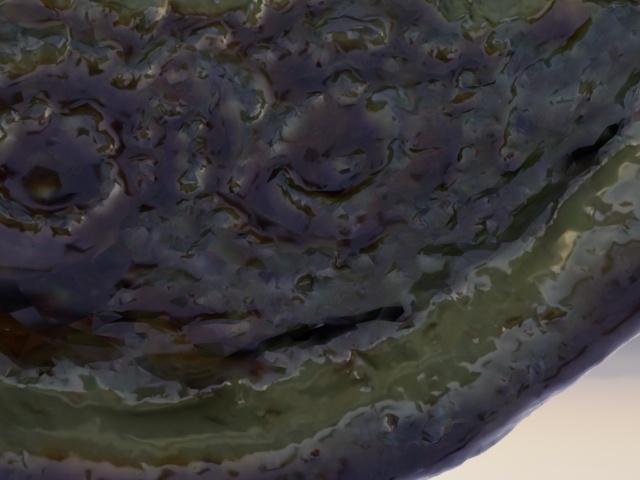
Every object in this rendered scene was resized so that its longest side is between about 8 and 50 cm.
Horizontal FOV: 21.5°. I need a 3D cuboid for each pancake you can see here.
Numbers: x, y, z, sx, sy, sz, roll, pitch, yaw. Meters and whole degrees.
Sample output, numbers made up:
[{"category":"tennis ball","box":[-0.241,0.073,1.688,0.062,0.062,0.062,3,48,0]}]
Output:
[{"category":"pancake","box":[-0.001,0.005,0.711,0.426,0.305,0.067,-5,-145,-7]}]
